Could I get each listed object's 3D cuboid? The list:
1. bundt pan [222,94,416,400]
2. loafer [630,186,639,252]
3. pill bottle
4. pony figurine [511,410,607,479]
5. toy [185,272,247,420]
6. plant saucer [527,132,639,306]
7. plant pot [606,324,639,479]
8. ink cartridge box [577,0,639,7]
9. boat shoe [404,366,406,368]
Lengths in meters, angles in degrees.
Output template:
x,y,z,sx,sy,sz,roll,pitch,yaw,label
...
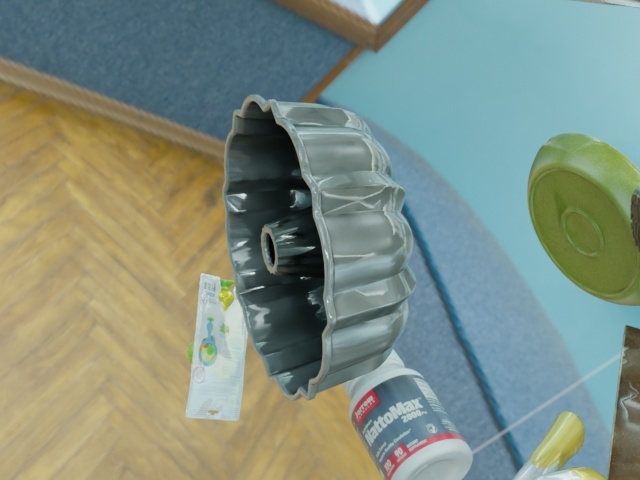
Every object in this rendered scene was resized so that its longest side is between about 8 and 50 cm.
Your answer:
x,y,z,sx,sy,sz,roll,pitch,yaw,label
0.000,0.000,1.103,0.124,0.331,0.331,-10,58,-21,bundt pan
0.377,0.022,0.938,0.268,0.092,0.102,-109,-176,-54,loafer
0.097,0.220,1.246,0.108,0.108,0.180,17,29,-42,pill bottle
0.151,0.371,1.037,0.363,0.351,0.303,-10,22,-39,pony figurine
-0.184,0.182,1.731,0.137,0.056,0.237,18,78,-52,toy
0.333,-0.016,1.254,0.037,0.241,0.241,-30,76,-21,plant saucer
0.448,0.216,1.144,0.230,0.215,0.215,7,25,17,plant pot
0.216,-0.356,0.850,0.072,0.303,0.307,5,15,-16,ink cartridge box
0.123,0.247,2.052,0.152,0.056,0.049,42,-2,-11,boat shoe
